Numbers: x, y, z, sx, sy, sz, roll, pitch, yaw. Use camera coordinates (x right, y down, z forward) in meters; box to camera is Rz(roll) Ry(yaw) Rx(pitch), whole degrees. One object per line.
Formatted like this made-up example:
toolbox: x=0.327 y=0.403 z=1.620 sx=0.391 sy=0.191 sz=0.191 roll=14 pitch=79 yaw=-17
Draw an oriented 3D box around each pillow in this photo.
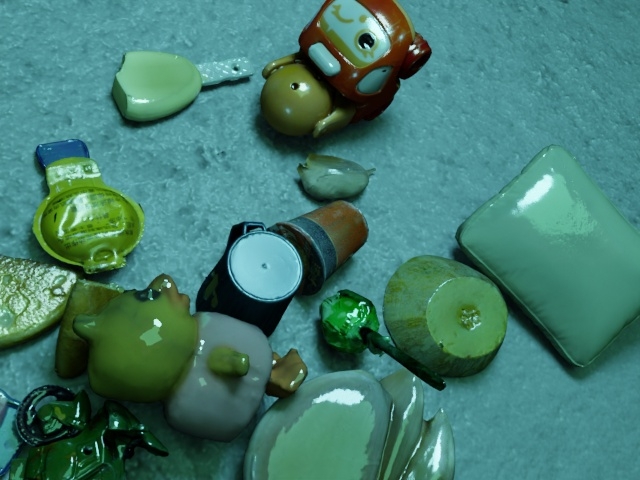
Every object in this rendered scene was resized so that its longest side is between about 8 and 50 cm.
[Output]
pillow: x=0.419 y=0.025 z=1.228 sx=0.255 sy=0.120 sz=0.322 roll=-42 pitch=92 yaw=-2

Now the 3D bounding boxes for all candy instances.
candy: x=0.081 y=0.143 z=0.981 sx=0.097 sy=0.323 sz=0.097 roll=-4 pitch=101 yaw=-20

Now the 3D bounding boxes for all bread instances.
bread: x=-0.298 y=0.094 z=0.947 sx=0.054 sy=0.136 sz=0.154 roll=20 pitch=53 yaw=10

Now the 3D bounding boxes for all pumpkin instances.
pumpkin: x=0.219 y=0.110 z=1.161 sx=0.217 sy=0.110 sz=0.217 roll=8 pitch=67 yaw=-20

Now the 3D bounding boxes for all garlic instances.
garlic: x=0.034 y=0.313 z=0.962 sx=0.279 sy=0.132 sz=0.325 roll=20 pitch=61 yaw=-11
garlic: x=0.034 y=-0.110 z=1.221 sx=0.152 sy=0.066 sz=0.084 roll=6 pitch=60 yaw=-16

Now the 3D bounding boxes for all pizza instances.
pizza: x=-0.407 y=0.074 z=0.971 sx=0.131 sy=0.041 sz=0.178 roll=38 pitch=57 yaw=-2

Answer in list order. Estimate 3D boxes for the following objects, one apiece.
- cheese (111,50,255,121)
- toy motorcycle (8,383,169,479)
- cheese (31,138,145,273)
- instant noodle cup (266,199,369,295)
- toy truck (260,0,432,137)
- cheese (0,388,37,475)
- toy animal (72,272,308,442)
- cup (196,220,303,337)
cheese: x=-0.229 y=-0.277 z=1.219 sx=0.255 sy=0.050 sz=0.127 roll=-20 pitch=71 yaw=-30
toy motorcycle: x=-0.279 y=0.308 z=0.857 sx=0.187 sy=0.125 sz=0.274 roll=3 pitch=65 yaw=-9
cheese: x=-0.344 y=-0.054 z=1.049 sx=0.157 sy=0.064 sz=0.250 roll=-12 pitch=59 yaw=-27
instant noodle cup: x=0.001 y=0.002 z=1.129 sx=0.136 sy=0.127 sz=0.127 roll=-33 pitch=79 yaw=-40
toy truck: x=0.025 y=-0.290 z=1.208 sx=0.189 sy=0.265 sz=0.239 roll=49 pitch=47 yaw=10
cheese: x=-0.486 y=0.181 z=0.866 sx=0.286 sy=0.074 sz=0.189 roll=34 pitch=58 yaw=-11
toy animal: x=-0.178 y=0.151 z=0.918 sx=0.281 sy=0.195 sz=0.169 roll=34 pitch=67 yaw=-22
cup: x=-0.101 y=0.048 z=1.035 sx=0.131 sy=0.155 sz=0.176 roll=0 pitch=65 yaw=-22
